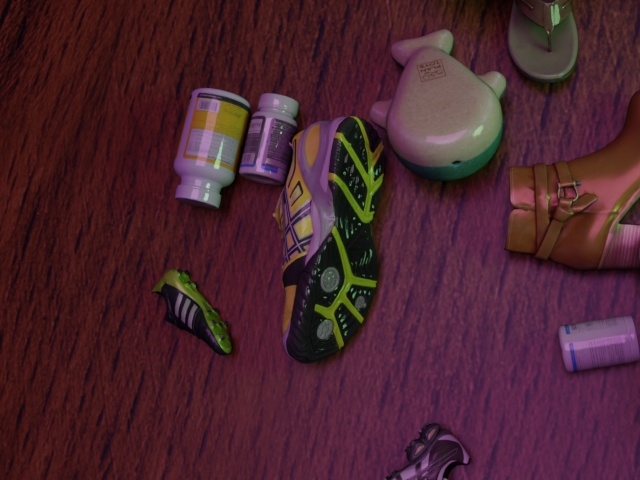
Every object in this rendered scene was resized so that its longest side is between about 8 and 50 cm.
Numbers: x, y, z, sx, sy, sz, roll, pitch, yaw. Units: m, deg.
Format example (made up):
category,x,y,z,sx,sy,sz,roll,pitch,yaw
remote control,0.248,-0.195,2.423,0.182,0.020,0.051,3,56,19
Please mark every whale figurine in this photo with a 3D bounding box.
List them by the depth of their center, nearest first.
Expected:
category,x,y,z,sx,sy,sz,roll,pitch,yaw
whale figurine,0.185,-0.208,1.613,0.216,0.141,0.272,-16,51,5

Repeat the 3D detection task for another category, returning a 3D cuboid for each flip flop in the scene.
category,x,y,z,sx,sy,sz,roll,pitch,yaw
flip flop,0.354,-0.380,1.616,0.112,0.080,0.277,6,80,15

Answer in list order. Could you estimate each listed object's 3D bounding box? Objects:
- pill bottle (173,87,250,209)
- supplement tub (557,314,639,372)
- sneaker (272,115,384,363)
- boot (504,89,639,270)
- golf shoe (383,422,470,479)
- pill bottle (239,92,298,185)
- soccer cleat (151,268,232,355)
category,x,y,z,sx,sy,sz,roll,pitch,yaw
pill bottle,-0.182,-0.148,1.688,0.103,0.103,0.184,10,82,16
supplement tub,0.403,0.150,1.500,0.107,0.071,0.071,-10,77,12
sneaker,0.000,0.000,1.617,0.147,0.145,0.385,5,81,46
boot,0.392,-0.098,1.540,0.220,0.109,0.283,7,92,12
golf shoe,0.140,0.368,1.517,0.094,0.077,0.198,36,90,18
pill bottle,-0.081,-0.165,1.680,0.078,0.078,0.137,11,81,16
soccer cleat,-0.206,0.125,1.667,0.072,0.060,0.179,-44,66,12
